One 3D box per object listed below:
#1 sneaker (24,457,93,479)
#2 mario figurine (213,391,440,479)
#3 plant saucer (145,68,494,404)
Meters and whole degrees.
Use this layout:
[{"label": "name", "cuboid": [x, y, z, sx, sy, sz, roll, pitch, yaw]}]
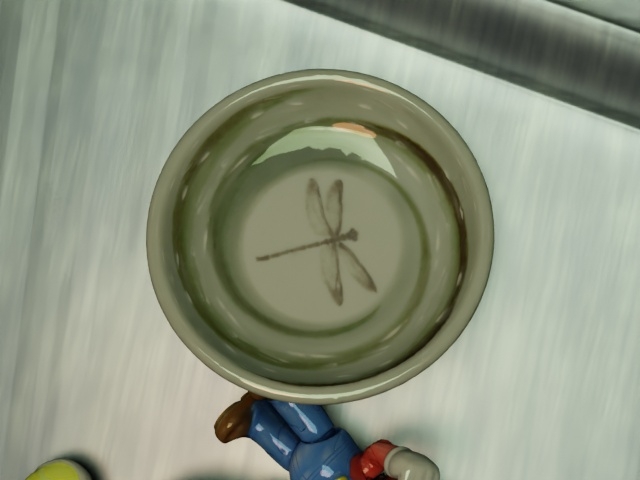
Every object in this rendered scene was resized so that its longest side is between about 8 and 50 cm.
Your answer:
[{"label": "sneaker", "cuboid": [-0.404, 0.418, 1.469, 0.145, 0.147, 0.385, 29, 71, 24]}, {"label": "mario figurine", "cuboid": [0.016, 0.287, 1.441, 0.320, 0.198, 0.170, 41, 67, 12]}, {"label": "plant saucer", "cuboid": [0.000, 0.000, 1.469, 0.400, 0.100, 0.401, -1, 74, 3]}]
